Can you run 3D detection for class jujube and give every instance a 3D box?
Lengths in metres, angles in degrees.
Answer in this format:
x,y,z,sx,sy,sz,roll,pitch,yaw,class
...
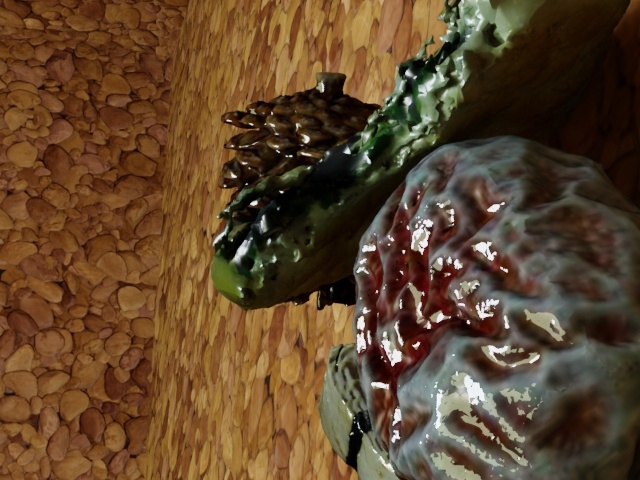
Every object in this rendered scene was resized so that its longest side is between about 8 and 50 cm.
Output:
x,y,z,sx,sy,sz,roll,pitch,yaw,class
0.131,0.070,0.711,0.317,0.226,0.226,-114,36,-56,jujube

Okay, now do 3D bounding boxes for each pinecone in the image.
x,y,z,sx,sy,sz,roll,pitch,yaw,class
-0.008,-0.053,1.277,0.224,0.224,0.272,-114,32,-63,pinecone

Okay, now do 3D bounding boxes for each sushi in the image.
x,y,z,sx,sy,sz,roll,pitch,yaw,class
0.064,0.194,1.077,0.134,0.109,0.273,113,159,-43,sushi

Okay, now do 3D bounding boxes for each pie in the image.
x,y,z,sx,sy,sz,roll,pitch,yaw,class
0.083,-0.074,0.865,0.371,0.296,0.078,-43,69,15,pie
